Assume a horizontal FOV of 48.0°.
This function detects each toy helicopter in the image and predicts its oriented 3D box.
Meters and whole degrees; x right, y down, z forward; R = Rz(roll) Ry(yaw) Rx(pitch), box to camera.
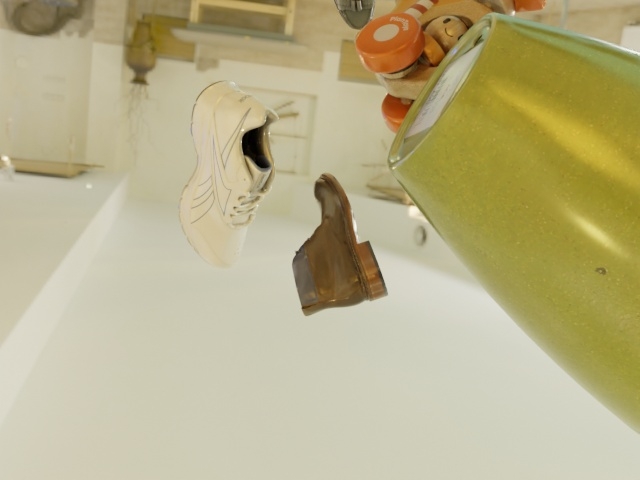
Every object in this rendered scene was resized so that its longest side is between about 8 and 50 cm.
[{"bbox_3d":[0.154,-0.319,0.981,0.235,0.140,0.355,-21,-134,9],"label":"toy helicopter"}]

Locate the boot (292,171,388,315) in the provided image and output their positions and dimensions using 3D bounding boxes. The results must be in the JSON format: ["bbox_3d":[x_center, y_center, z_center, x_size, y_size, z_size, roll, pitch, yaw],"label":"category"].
[{"bbox_3d":[0.000,0.000,0.919,0.106,0.082,0.219,-21,-134,-2],"label":"boot"}]

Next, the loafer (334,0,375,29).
[{"bbox_3d":[0.063,-0.557,1.480,0.096,0.267,0.084,-5,-145,5],"label":"loafer"}]

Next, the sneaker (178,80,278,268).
[{"bbox_3d":[-0.135,-0.084,1.091,0.129,0.297,0.111,27,-148,35],"label":"sneaker"}]

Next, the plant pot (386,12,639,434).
[{"bbox_3d":[0.208,-0.033,0.557,0.293,0.275,0.275,31,-173,-9],"label":"plant pot"}]
